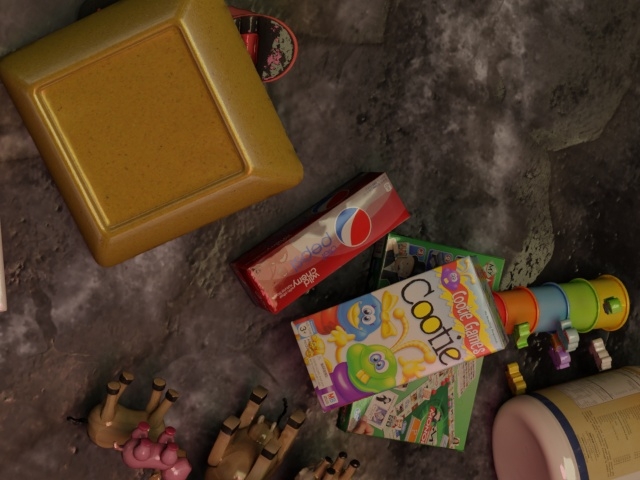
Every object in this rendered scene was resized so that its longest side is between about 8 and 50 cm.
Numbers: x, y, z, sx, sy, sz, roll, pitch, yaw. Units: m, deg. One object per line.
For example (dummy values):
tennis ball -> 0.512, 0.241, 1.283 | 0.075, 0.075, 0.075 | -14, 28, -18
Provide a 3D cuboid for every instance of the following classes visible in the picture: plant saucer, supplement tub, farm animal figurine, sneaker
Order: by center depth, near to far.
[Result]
plant saucer -> -0.237, -0.156, 1.632 | 0.332, 0.081, 0.333 | -23, 103, 9
farm animal figurine -> -0.153, 0.325, 1.699 | 0.326, 0.330, 0.172 | -14, 137, -52
sneaker -> -0.185, -0.285, 1.706 | 0.313, 0.136, 0.116 | 10, 105, 1
supplement tub -> 0.460, 0.329, 1.924 | 0.316, 0.228, 0.228 | -11, 98, -20

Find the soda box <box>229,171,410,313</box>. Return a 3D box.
soda box -> 0.000, 0.000, 1.798 | 0.263, 0.092, 0.083 | -36, 106, -15

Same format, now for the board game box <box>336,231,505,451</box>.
board game box -> 0.160, 0.161, 1.895 | 0.213, 0.046, 0.317 | 13, 89, -22

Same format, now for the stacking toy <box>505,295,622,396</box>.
stacking toy -> 0.384, 0.169, 1.891 | 0.167, 0.221, 0.052 | -16, 60, -6

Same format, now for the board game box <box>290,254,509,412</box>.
board game box -> 0.120, 0.135, 1.751 | 0.275, 0.144, 0.142 | -21, 85, 11

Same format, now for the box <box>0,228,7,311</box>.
box -> -0.508, -0.080, 1.535 | 0.168, 0.215, 0.345 | -5, 95, -20

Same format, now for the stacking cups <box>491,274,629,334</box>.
stacking cups -> 0.346, 0.117, 1.910 | 0.316, 0.096, 0.096 | -6, 96, -30
